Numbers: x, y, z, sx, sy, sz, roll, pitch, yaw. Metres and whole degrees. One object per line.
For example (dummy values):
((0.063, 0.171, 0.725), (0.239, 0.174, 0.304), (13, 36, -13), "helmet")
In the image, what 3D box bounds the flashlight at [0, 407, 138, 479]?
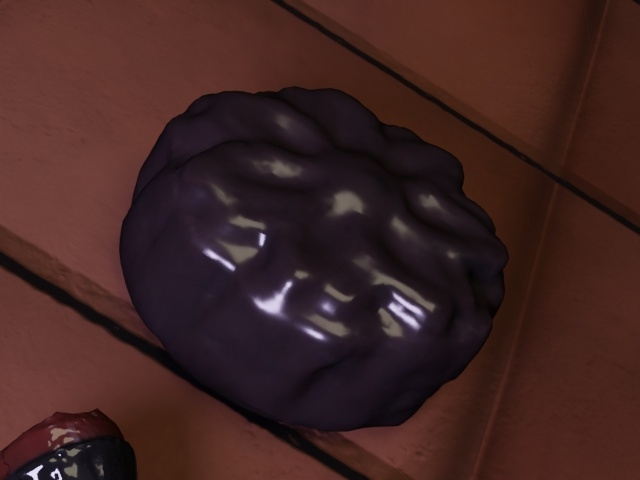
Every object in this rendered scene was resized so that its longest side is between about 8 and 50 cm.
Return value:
((-0.108, 0.208, 0.718), (0.093, 0.093, 0.232), (-6, 58, -40), "flashlight")

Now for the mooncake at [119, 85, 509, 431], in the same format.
((0.000, 0.000, 0.973), (0.283, 0.141, 0.283), (20, 38, -16), "mooncake")
